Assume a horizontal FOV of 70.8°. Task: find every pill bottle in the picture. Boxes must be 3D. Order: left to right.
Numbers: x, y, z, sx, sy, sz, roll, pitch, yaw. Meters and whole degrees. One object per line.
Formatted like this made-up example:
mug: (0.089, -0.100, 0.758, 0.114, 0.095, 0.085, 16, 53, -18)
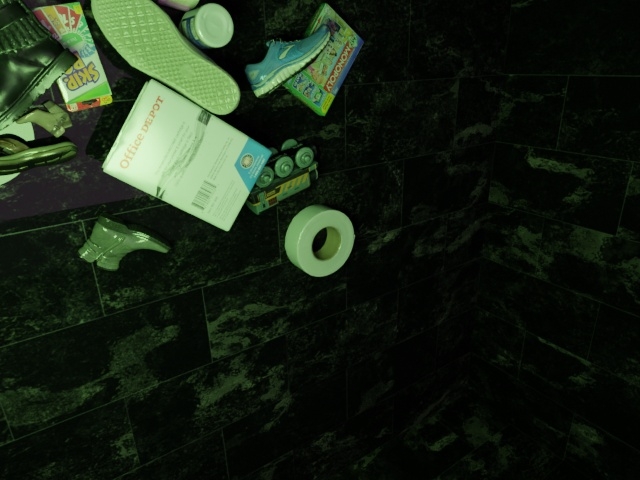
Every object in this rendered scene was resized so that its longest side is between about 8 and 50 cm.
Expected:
pill bottle: (-0.339, -0.612, 1.301, 0.111, 0.186, 0.112, -13, 114, -33)

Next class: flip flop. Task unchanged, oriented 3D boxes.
flip flop: (-0.792, -0.231, 1.179, 0.276, 0.112, 0.080, -20, 92, -27)

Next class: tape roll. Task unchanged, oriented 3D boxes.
tape roll: (0.000, 0.000, 1.842, 0.286, 0.100, 0.287, -13, 114, -32)

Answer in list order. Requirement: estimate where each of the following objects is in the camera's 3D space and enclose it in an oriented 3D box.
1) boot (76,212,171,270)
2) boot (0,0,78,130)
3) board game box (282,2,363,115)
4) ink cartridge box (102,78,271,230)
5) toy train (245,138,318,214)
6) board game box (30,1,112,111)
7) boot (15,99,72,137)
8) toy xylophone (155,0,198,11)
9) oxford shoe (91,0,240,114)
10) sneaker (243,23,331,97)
boot: (-0.617, 0.027, 1.425, 0.246, 0.083, 0.161, 26, 98, -34)
boot: (-0.799, -0.431, 1.070, 0.348, 0.131, 0.260, -49, 127, -9)
board game box: (0.007, -0.649, 1.635, 0.213, 0.046, 0.318, 27, 90, -39)
ink cartridge box: (-0.395, -0.251, 1.353, 0.394, 0.166, 0.286, 28, 94, -27)
toy train: (-0.149, -0.233, 1.630, 0.333, 0.142, 0.190, -30, 135, -26)
board game box: (-0.664, -0.488, 1.212, 0.124, 0.039, 0.260, -24, 123, -26)
boot: (-0.739, -0.317, 1.216, 0.118, 0.042, 0.087, -40, 128, -17)
toy xylophone: (-0.412, -0.822, 1.236, 0.236, 0.081, 0.323, 9, 102, -38)
oxford shoe: (-0.424, -0.518, 1.263, 0.449, 0.130, 0.169, 36, 95, -22)
sneaker: (-0.109, -0.619, 1.480, 0.330, 0.130, 0.147, -37, 103, -5)
